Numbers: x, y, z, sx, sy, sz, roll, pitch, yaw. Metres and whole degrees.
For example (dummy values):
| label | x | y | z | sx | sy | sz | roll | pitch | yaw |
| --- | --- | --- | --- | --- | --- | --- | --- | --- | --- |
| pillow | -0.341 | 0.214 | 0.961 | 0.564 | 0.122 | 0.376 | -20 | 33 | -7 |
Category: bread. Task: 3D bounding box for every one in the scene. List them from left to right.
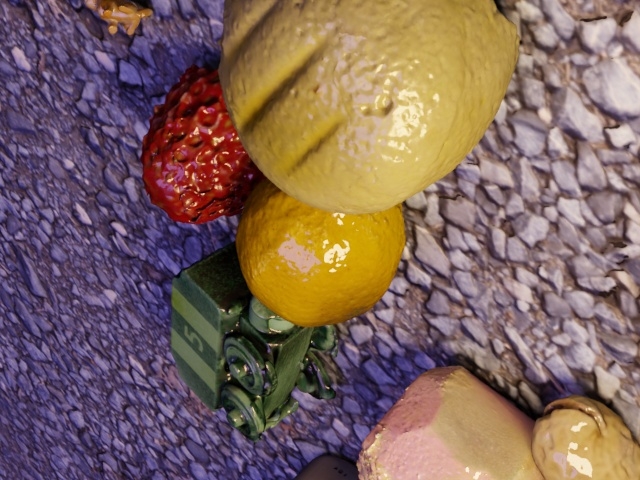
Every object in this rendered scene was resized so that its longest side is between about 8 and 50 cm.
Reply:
| label | x | y | z | sx | sy | sz | roll | pitch | yaw |
| --- | --- | --- | --- | --- | --- | --- | --- | --- | --- |
| bread | 0.036 | -0.184 | 1.481 | 0.320 | 0.237 | 0.320 | 26 | 138 | 26 |

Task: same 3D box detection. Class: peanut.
| label | x | y | z | sx | sy | sz | roll | pitch | yaw |
| --- | --- | --- | --- | --- | --- | --- | --- | --- | --- |
| peanut | 0.339 | 0.308 | 1.738 | 0.130 | 0.130 | 0.290 | 7 | 128 | 46 |

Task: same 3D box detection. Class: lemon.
| label | x | y | z | sx | sy | sz | roll | pitch | yaw |
| --- | --- | --- | --- | --- | --- | --- | --- | --- | --- |
| lemon | 0.000 | 0.000 | 1.745 | 0.204 | 0.204 | 0.260 | 44 | 150 | 8 |

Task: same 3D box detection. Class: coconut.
| label | x | y | z | sx | sy | sz | roll | pitch | yaw |
| --- | --- | --- | --- | --- | --- | --- | --- | --- | --- |
| coconut | 0.185 | 0.302 | 1.823 | 0.245 | 0.233 | 0.233 | 39 | 146 | 20 |

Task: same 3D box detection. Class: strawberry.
| label | x | y | z | sx | sy | sz | roll | pitch | yaw |
| --- | --- | --- | --- | --- | --- | --- | --- | --- | --- |
| strawberry | -0.134 | -0.099 | 1.830 | 0.234 | 0.178 | 0.234 | 29 | 148 | 20 |

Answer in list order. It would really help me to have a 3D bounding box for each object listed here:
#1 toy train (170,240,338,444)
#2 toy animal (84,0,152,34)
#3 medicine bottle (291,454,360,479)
| label | x | y | z | sx | sy | sz | roll | pitch | yaw |
| --- | --- | --- | --- | --- | --- | --- | --- | --- | --- |
| toy train | -0.099 | 0.142 | 2.059 | 0.238 | 0.167 | 0.299 | 44 | 147 | 26 |
| toy animal | -0.266 | -0.312 | 1.886 | 0.060 | 0.081 | 0.083 | 75 | 175 | -46 |
| medicine bottle | -0.040 | 0.470 | 2.191 | 0.157 | 0.289 | 0.157 | 30 | 143 | 26 |
